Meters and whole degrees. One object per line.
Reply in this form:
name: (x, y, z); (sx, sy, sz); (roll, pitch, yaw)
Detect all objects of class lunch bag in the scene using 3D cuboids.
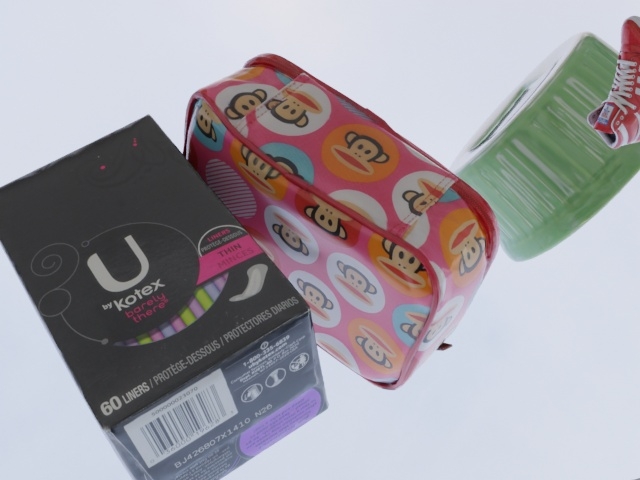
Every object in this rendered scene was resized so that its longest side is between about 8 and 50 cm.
lunch bag: (0.000, 0.000, 0.783); (0.293, 0.258, 0.120); (38, -125, 17)

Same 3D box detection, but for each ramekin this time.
ramekin: (0.307, -0.131, 1.136); (0.148, 0.303, 0.303); (42, -115, -3)

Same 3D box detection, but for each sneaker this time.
sneaker: (0.279, -0.142, 0.789); (0.067, 0.118, 0.042); (-23, -157, -10)

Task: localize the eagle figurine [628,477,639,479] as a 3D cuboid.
eagle figurine: (0.236, 0.221, 0.351); (0.226, 0.298, 0.225); (-7, -111, 31)

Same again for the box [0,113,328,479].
box: (-0.136, 0.049, 0.689); (0.165, 0.143, 0.270); (-30, -129, -17)
